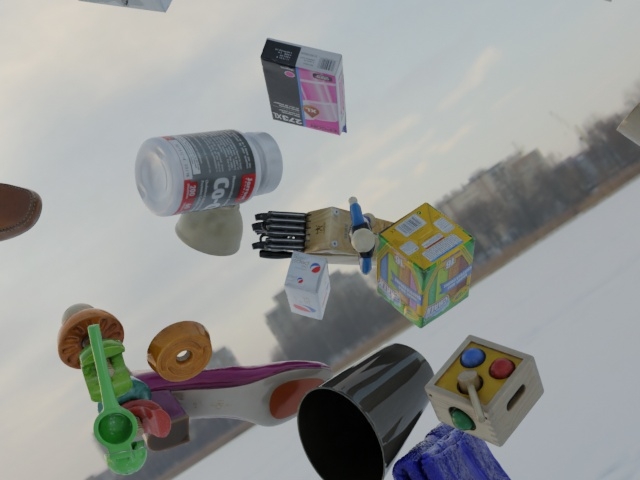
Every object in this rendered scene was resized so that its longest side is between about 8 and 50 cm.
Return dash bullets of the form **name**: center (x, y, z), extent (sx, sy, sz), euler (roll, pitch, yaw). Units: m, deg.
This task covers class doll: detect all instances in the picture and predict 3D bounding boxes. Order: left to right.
- **doll**: center (0.068, -0.009, 1.612), extent (0.046, 0.129, 0.189), euler (-10, 5, 6)

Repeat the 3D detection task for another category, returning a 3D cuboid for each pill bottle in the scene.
- **pill bottle**: center (-0.225, -0.146, 2.061), extent (0.283, 0.161, 0.161), euler (-12, -19, -40)

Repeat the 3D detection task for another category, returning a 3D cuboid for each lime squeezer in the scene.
- **lime squeezer**: center (-0.261, 0.241, 1.321), extent (0.058, 0.110, 0.310), euler (3, -39, 7)

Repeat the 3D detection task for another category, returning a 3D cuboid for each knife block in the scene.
- **knife block**: center (0.000, 0.000, 2.066), extent (0.275, 0.088, 0.242), euler (13, -14, -35)

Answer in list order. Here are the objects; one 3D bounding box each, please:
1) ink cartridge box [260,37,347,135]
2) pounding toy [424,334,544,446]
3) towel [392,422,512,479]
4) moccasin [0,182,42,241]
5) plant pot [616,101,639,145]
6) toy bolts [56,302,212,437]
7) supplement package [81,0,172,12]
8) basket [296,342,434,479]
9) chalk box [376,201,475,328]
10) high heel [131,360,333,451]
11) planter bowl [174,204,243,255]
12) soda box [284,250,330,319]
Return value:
- **ink cartridge box**: center (-0.032, -0.336, 2.326), extent (0.371, 0.175, 0.069), euler (79, -153, -70)
- **pounding toy**: center (0.216, 0.203, 1.334), extent (0.130, 0.100, 0.141), euler (16, 51, 44)
- **towel**: center (0.243, 0.412, 1.635), extent (0.076, 0.228, 0.308), euler (-42, -13, 18)
- **moccasin**: center (-0.744, -0.084, 2.000), extent (0.147, 0.379, 0.139), euler (68, -144, -68)
- **plant pot**: center (0.753, -0.213, 1.884), extent (0.256, 0.274, 0.256), euler (-43, -10, -9)
- **toy bolts**: center (-0.290, 0.188, 1.538), extent (0.218, 0.158, 0.229), euler (-16, -51, -22)
- **supplement package**: center (-0.341, -0.477, 1.722), extent (0.105, 0.179, 0.105), euler (74, -148, -56)
- **basket**: center (0.087, 0.276, 1.645), extent (0.154, 0.204, 0.227), euler (-5, 21, 35)
- **chalk box**: center (0.194, 0.064, 1.869), extent (0.132, 0.132, 0.213), euler (-33, -37, -24)
- **high heel**: center (-0.168, 0.242, 1.732), extent (0.377, 0.181, 0.127), euler (-8, -57, -32)
- **planter bowl**: center (-0.251, -0.052, 2.347), extent (0.162, 0.162, 0.109), euler (-23, -40, -57)
- **soda box**: center (-0.024, 0.091, 1.961), extent (0.216, 0.069, 0.074), euler (81, -156, -71)
